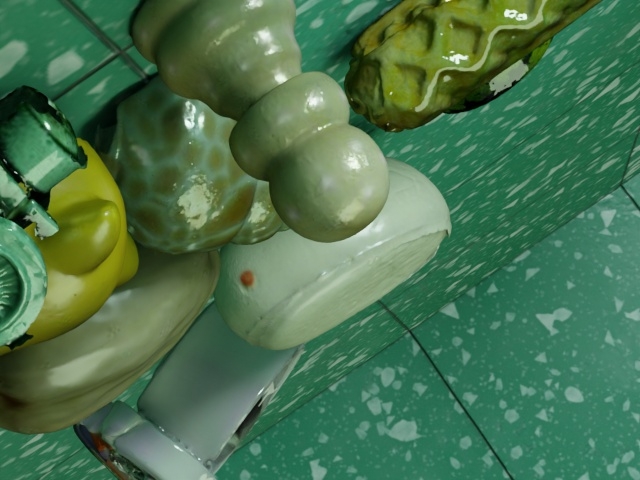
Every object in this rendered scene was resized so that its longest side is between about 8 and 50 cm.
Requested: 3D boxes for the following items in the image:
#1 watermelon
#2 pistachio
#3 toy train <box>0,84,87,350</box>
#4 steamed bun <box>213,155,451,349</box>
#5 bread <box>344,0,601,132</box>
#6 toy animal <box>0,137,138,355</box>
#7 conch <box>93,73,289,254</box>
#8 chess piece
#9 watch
[{"bbox_3d":[0.138,-0.152,1.188,0.163,0.069,0.087,-37,168,21],"label":"watermelon"},{"bbox_3d":[-0.168,0.058,1.046,0.206,0.131,0.129,-30,-150,-24],"label":"pistachio"},{"bbox_3d":[-0.258,0.007,0.627,0.307,0.189,0.126,-35,-152,4],"label":"toy train"},{"bbox_3d":[0.000,0.000,1.263,0.228,0.130,0.177,-28,165,-25],"label":"steamed bun"},{"bbox_3d":[0.132,-0.175,1.037,0.269,0.098,0.087,-37,130,10],"label":"bread"},{"bbox_3d":[-0.211,0.031,0.794,0.230,0.156,0.156,-29,168,-8],"label":"toy animal"},{"bbox_3d":[-0.084,-0.043,0.948,0.116,0.106,0.173,-50,158,-16],"label":"conch"},{"bbox_3d":[-0.024,-0.075,0.803,0.094,0.170,0.094,-35,169,-7],"label":"chess piece"},{"bbox_3d":[-0.143,0.165,1.537,0.231,0.196,0.244,-53,175,-20],"label":"watch"}]
